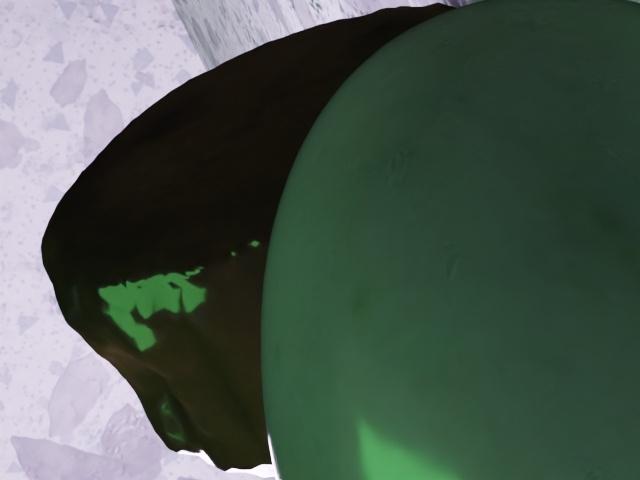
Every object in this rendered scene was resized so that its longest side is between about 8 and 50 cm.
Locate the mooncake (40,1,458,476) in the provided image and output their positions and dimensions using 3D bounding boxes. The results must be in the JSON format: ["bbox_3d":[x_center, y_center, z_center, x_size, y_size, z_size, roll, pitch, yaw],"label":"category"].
[{"bbox_3d":[-0.001,-0.001,1.069,0.187,0.324,0.324,62,174,-26],"label":"mooncake"}]

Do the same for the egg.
[{"bbox_3d":[0.129,0.089,0.637,0.389,0.276,0.276,60,173,2],"label":"egg"}]
